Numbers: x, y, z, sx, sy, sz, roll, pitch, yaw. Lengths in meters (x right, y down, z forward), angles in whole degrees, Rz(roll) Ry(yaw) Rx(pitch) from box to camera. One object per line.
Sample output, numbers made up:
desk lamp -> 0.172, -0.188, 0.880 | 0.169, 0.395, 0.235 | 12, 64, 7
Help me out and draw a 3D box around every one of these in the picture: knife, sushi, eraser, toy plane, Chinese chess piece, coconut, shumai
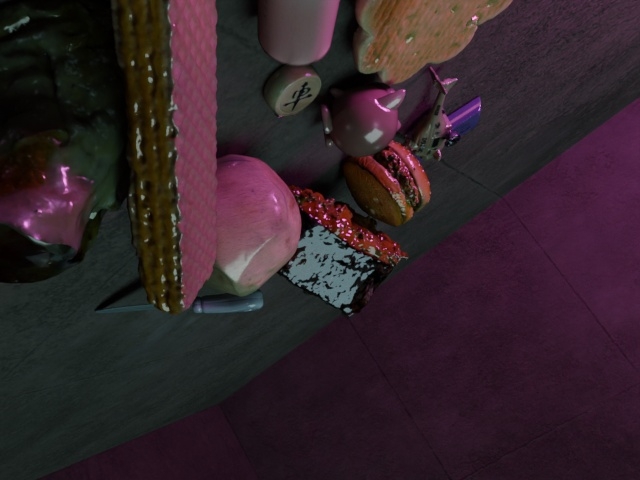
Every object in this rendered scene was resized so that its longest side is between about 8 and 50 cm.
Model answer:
knife -> -0.279, 0.129, 1.115 | 0.331, 0.044, 0.080 | -3, 170, -11
sushi -> 0.000, 0.000, 1.172 | 0.207, 0.234, 0.348 | -48, 134, 11
eraser -> 0.283, -0.249, 1.309 | 0.225, 0.036, 0.082 | -32, 163, -1
toy plane -> 0.227, -0.242, 1.133 | 0.108, 0.092, 0.286 | -19, 160, -11
Chinese chess piece -> -0.038, -0.212, 0.785 | 0.084, 0.034, 0.084 | -31, 164, -10
coconut -> -0.144, -0.018, 0.869 | 0.224, 0.224, 0.224 | -30, 164, -9
shumai -> -0.216, -0.081, 0.531 | 0.272, 0.203, 0.222 | -30, 166, -26

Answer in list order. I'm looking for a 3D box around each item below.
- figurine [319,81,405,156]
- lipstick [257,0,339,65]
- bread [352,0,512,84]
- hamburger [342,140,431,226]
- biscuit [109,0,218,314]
figurine -> 0.068, -0.197, 0.906 | 0.138, 0.125, 0.125 | -17, 164, 1
lipstick -> -0.010, -0.293, 0.491 | 0.087, 0.087, 0.327 | -28, 164, -17
bread -> 0.167, -0.339, 0.769 | 0.316, 0.054, 0.316 | -31, 163, -10
hamburger -> 0.139, -0.126, 1.149 | 0.118, 0.182, 0.191 | -46, 159, -13
biscuit -> -0.130, -0.108, 0.496 | 0.094, 0.054, 0.378 | -62, 161, -59
